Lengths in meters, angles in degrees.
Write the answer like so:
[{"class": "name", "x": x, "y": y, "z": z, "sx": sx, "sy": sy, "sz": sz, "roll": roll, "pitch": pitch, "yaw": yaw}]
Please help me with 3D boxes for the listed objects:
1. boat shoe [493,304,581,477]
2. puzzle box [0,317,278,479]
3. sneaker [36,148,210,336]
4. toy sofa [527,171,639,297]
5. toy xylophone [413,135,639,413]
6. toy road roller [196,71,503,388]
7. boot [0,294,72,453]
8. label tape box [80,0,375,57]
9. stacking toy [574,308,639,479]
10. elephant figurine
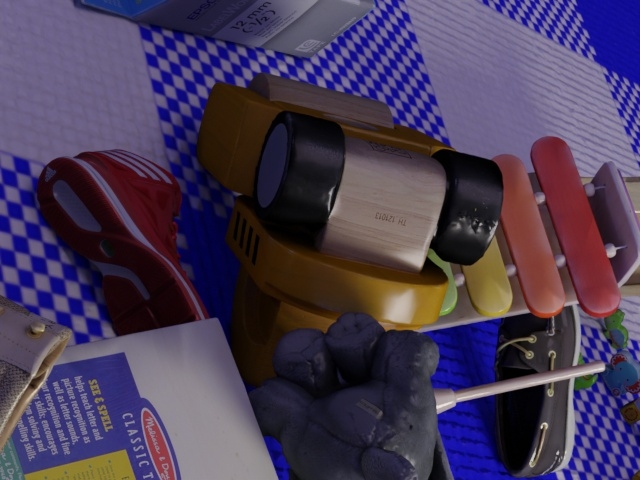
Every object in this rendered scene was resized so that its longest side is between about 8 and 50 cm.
[{"class": "boat shoe", "x": 0.216, "y": 0.129, "z": 1.633, "sx": 0.068, "sy": 0.081, "sz": 0.228, "roll": -5, "pitch": 92, "yaw": -48}, {"class": "puzzle box", "x": -0.111, "y": 0.264, "z": 1.101, "sx": 0.272, "sy": 0.052, "sz": 0.409, "roll": -8, "pitch": 73, "yaw": -47}, {"class": "sneaker", "x": -0.128, "y": 0.011, "z": 1.327, "sx": 0.221, "sy": 0.087, "sz": 0.128, "roll": 58, "pitch": 33, "yaw": 0}, {"class": "toy sofa", "x": 0.270, "y": 0.000, "z": 1.847, "sx": 0.362, "sy": 0.177, "sz": 0.150, "roll": -2, "pitch": 89, "yaw": -54}, {"class": "toy xylophone", "x": 0.166, "y": 0.035, "z": 1.568, "sx": 0.081, "sy": 0.322, "sz": 0.236, "roll": 90, "pitch": -19, "yaw": -60}, {"class": "toy road roller", "x": 0.000, "y": 0.000, "z": 1.424, "sx": 0.202, "sy": 0.241, "sz": 0.329, "roll": 13, "pitch": 13, "yaw": -19}, {"class": "boot", "x": -0.244, "y": 0.009, "z": 0.994, "sx": 0.203, "sy": 0.095, "sz": 0.262, "roll": 22, "pitch": 78, "yaw": 1}, {"class": "label tape box", "x": -0.122, "y": -0.338, "z": 1.618, "sx": 0.347, "sy": 0.115, "sz": 0.249, "roll": 6, "pitch": 57, "yaw": -53}, {"class": "stacking toy", "x": 0.378, "y": 0.191, "z": 1.885, "sx": 0.221, "sy": 0.052, "sz": 0.167, "roll": 58, "pitch": 32, "yaw": 3}, {"class": "elephant figurine", "x": 0.045, "y": 0.187, "z": 1.282, "sx": 0.186, "sy": 0.169, "sz": 0.239, "roll": -59, "pitch": 147, "yaw": -40}]
